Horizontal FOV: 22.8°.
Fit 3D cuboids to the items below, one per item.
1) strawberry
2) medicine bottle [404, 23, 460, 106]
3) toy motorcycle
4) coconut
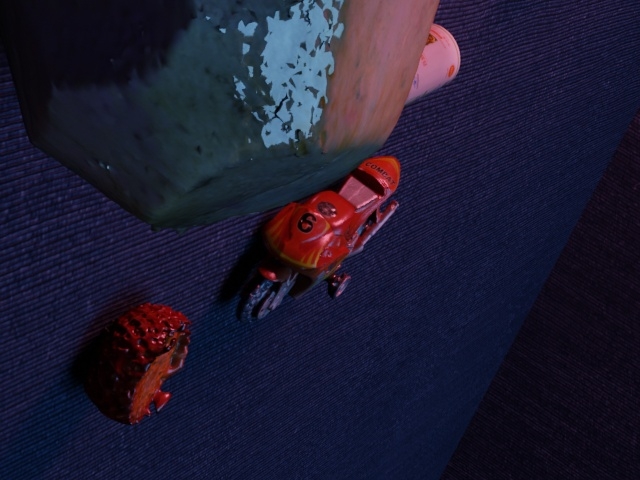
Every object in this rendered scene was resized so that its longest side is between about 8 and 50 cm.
[{"bbox_3d":[-0.201,0.131,1.743,0.145,0.086,0.145,-48,162,-22],"label":"strawberry"},{"bbox_3d":[0.096,-0.208,1.940,0.183,0.086,0.086,-31,149,-54],"label":"medicine bottle"},{"bbox_3d":[-0.002,0.001,2.034,0.298,0.089,0.171,-37,153,-47],"label":"toy motorcycle"},{"bbox_3d":[-0.075,-0.195,1.156,0.352,0.352,0.352,-49,160,-24],"label":"coconut"}]
